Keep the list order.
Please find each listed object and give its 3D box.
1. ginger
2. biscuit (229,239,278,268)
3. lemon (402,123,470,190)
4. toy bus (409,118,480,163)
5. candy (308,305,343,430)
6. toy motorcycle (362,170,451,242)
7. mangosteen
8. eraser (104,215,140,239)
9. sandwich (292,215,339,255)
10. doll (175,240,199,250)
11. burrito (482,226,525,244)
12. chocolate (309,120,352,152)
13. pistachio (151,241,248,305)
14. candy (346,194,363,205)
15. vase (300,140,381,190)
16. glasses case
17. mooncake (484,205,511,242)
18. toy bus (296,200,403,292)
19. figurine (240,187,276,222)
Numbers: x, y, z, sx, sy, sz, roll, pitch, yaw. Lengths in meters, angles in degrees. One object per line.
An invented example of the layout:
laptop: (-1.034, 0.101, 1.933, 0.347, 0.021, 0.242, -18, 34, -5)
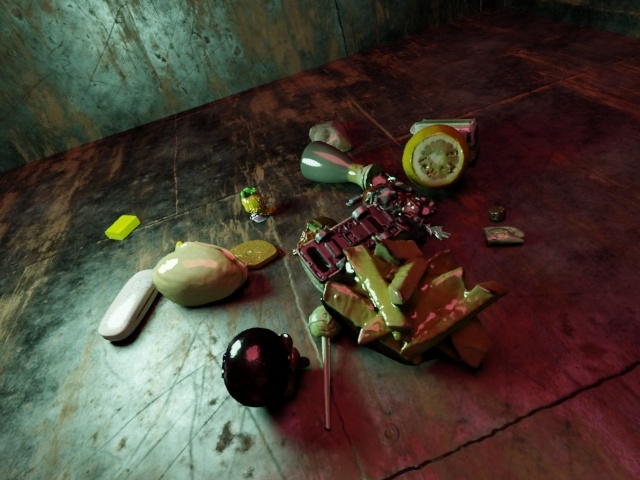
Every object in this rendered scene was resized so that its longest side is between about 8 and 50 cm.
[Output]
ginger: (0.225, 0.108, 1.016, 0.413, 0.211, 0.359, 18, 60, 9)
biscuit: (-0.258, 0.054, 1.502, 0.220, 0.029, 0.142, -12, 40, 8)
lemon: (0.426, -0.309, 1.532, 0.240, 0.241, 0.219, -7, 14, 12)
toy bus: (0.495, -0.406, 1.667, 0.275, 0.165, 0.134, 8, 44, 27)
candy: (0.017, 0.316, 1.065, 0.092, 0.093, 0.336, -46, 32, 38)
toy motorcycle: (0.274, -0.091, 1.363, 0.207, 0.134, 0.401, -43, 54, -13)
mangosteen: (-0.131, 0.316, 1.035, 0.230, 0.194, 0.194, 4, 36, -15)
eraser: (-0.897, -0.059, 1.865, 0.097, 0.045, 0.122, 4, 44, 25)
sandwich: (0.003, -0.002, 1.415, 0.109, 0.160, 0.184, 32, 14, 13)
doll: (-0.497, 0.053, 1.577, 0.113, 0.072, 0.135, -18, 41, -32)
burrito: (0.567, -0.018, 1.272, 0.118, 0.044, 0.074, -4, 36, 22)
chocolate: (0.041, -0.519, 2.035, 0.185, 0.101, 0.303, -19, 35, 2)
pistachio: (-0.403, 0.113, 1.373, 0.317, 0.214, 0.193, 2, -1, 12)
candy: (0.137, -0.160, 1.619, 0.083, 0.020, 0.030, -31, 41, -20)
vase: (0.085, -0.297, 1.701, 0.321, 0.173, 0.173, 24, 54, 33)
glasses case: (-0.648, 0.215, 1.417, 0.113, 0.075, 0.297, -3, 41, 14)
mooncake: (0.524, -0.047, 1.226, 0.150, 0.057, 0.347, -19, 7, 10)
toy bus: (0.087, 0.034, 1.274, 0.305, 0.179, 0.143, -31, 63, -17)
figurine: (-0.248, -0.152, 1.644, 0.114, 0.156, 0.095, -14, 38, 8)
